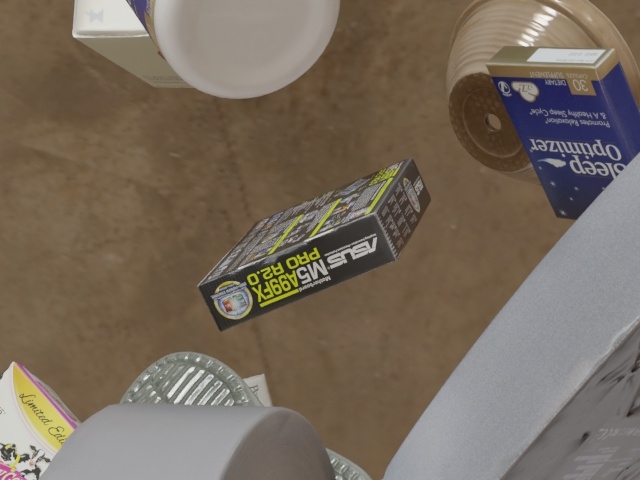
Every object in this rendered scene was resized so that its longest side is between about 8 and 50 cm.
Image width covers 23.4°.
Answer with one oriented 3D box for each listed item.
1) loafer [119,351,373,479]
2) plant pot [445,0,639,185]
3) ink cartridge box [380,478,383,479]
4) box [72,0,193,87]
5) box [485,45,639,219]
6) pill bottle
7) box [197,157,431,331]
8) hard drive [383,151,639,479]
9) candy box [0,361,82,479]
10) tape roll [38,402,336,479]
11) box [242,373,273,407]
[{"bbox_3d":[-0.049,0.165,1.085,0.094,0.251,0.087,-44,138,-15],"label":"loafer"},{"bbox_3d":[0.214,-0.146,1.635,0.110,0.237,0.237,-37,121,-37],"label":"plant pot"},{"bbox_3d":[0.097,0.193,0.874,0.150,0.109,0.063,63,18,-3],"label":"ink cartridge box"},{"bbox_3d":[-0.170,-0.270,1.743,0.232,0.127,0.148,26,66,-72],"label":"box"},{"bbox_3d":[0.254,-0.081,1.447,0.036,0.136,0.225,-46,122,-26],"label":"box"},{"bbox_3d":[-0.098,-0.240,1.292,0.153,0.264,0.153,-12,125,-18],"label":"pill bottle"},{"bbox_3d":[0.000,0.000,1.732,0.216,0.270,0.060,-22,100,16],"label":"box"},{"bbox_3d":[0.139,0.028,0.617,0.254,0.054,0.172,-52,151,18],"label":"hard drive"},{"bbox_3d":[-0.287,0.242,1.316,0.233,0.159,0.071,-46,146,-6],"label":"candy box"},{"bbox_3d":[-0.051,0.174,0.614,0.219,0.072,0.219,0,90,-72],"label":"tape roll"},{"bbox_3d":[-0.104,0.283,2.013,0.119,0.182,0.181,-15,77,-5],"label":"box"}]
